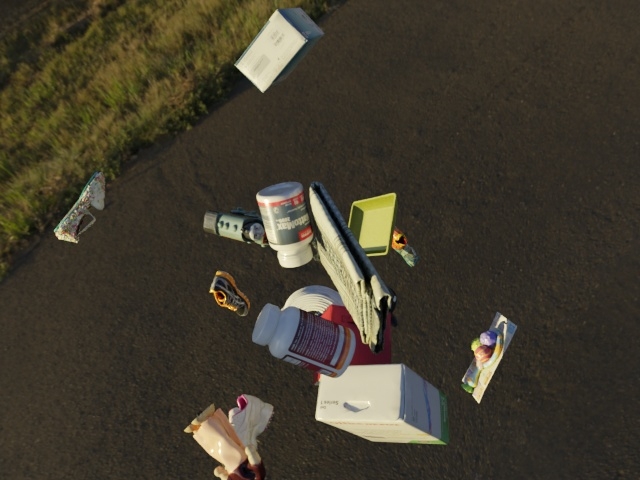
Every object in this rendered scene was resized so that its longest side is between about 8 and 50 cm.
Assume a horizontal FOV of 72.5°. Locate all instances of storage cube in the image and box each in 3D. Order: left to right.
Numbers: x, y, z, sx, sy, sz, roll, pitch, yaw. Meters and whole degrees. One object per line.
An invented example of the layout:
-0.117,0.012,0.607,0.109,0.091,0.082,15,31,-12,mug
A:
0.089,0.315,1.259,0.184,0.215,0.193,9,61,-9,storage cube

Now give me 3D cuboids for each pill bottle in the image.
-0.074,-0.035,1.009,0.108,0.180,0.108,-11,23,5,pill bottle
-0.027,0.158,0.703,0.152,0.086,0.086,25,60,-15,pill bottle

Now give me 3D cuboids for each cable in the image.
-0.018,0.296,1.669,0.257,0.089,0.257,33,111,-3,cable

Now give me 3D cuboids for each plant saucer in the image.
0.161,-0.037,1.320,0.188,0.045,0.188,-8,67,51,plant saucer

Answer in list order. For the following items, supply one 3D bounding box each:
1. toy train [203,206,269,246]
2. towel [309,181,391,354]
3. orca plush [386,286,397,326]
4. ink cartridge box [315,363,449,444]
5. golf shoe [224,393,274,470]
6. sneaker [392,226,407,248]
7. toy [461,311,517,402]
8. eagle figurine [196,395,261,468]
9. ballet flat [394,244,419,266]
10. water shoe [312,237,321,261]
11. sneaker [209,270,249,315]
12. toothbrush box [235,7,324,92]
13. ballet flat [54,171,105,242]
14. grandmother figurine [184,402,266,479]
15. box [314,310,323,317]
-0.329,-0.057,1.805,0.334,0.190,0.142,15,101,38,toy train
0.055,0.077,0.985,0.056,0.312,0.324,-23,56,-11,towel
0.267,0.336,1.742,0.102,0.151,0.287,17,71,-10,orca plush
0.147,0.374,0.983,0.201,0.278,0.117,-12,54,30,ink cartridge box
-0.263,0.633,1.409,0.115,0.140,0.306,-47,8,29,golf shoe
0.291,0.005,1.614,0.064,0.175,0.067,-47,63,3,sneaker
0.459,0.320,1.241,0.056,0.137,0.237,20,97,-3,toy
-0.369,0.778,1.742,0.298,0.225,0.226,-29,42,33,eagle figurine
0.395,0.050,2.018,0.070,0.070,0.188,-32,39,-4,ballet flat
0.000,0.000,2.100,0.080,0.073,0.203,0,72,1,water shoe
-0.327,0.204,1.550,0.084,0.214,0.083,0,44,32,sneaker
-0.124,-0.627,1.423,0.216,0.126,0.295,-40,13,28,toothbrush box
-0.725,-0.097,1.357,0.241,0.077,0.091,-57,14,-4,ballet flat
-0.217,0.606,1.186,0.342,0.208,0.104,47,46,8,grandmother figurine
-0.003,0.306,1.595,0.067,0.083,0.018,44,47,20,box
